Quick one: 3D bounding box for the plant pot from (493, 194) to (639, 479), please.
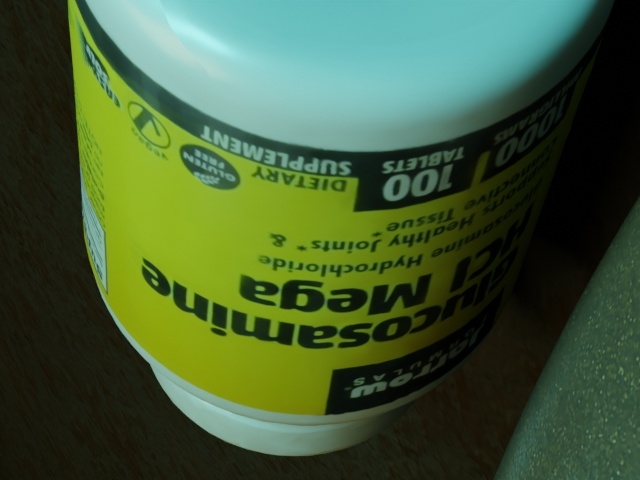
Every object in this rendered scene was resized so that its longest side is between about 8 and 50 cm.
[{"bbox_3d":[0.144,0.072,0.557,0.215,0.215,0.230,43,139,44],"label":"plant pot"}]

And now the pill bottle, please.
[{"bbox_3d":[-0.001,-0.043,0.759,0.188,0.188,0.334,54,161,22],"label":"pill bottle"}]
